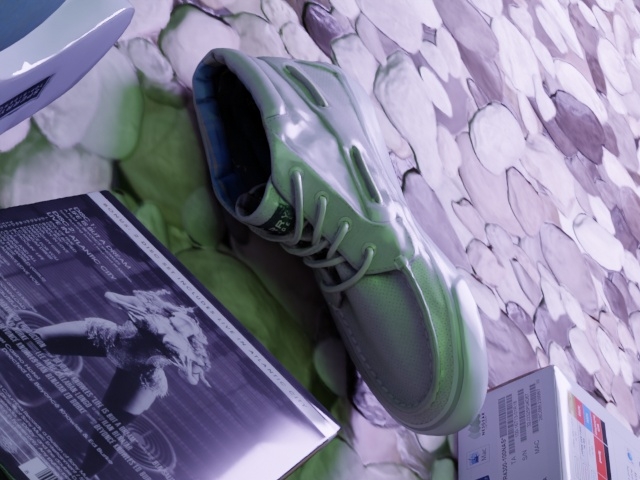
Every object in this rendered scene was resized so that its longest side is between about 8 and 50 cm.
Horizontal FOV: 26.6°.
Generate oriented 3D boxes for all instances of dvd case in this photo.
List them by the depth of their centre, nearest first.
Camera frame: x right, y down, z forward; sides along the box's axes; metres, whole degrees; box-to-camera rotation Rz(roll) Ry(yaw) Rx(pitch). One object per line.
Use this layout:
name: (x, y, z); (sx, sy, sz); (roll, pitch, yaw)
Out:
dvd case: (-0.087, 0.050, 0.545); (0.164, 0.018, 0.221); (44, 19, 9)

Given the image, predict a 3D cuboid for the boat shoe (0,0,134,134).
boat shoe: (-0.180, -0.082, 0.603); (0.084, 0.095, 0.258); (44, 27, -1)

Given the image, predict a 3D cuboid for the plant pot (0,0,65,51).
plant pot: (-0.170, -0.157, 0.438); (0.195, 0.290, 0.290); (29, 41, -60)

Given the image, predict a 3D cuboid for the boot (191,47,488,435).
boot: (0.000, 0.000, 0.803); (0.123, 0.095, 0.258); (4, 53, -48)

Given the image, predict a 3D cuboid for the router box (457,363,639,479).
router box: (0.208, 0.296, 0.859); (0.301, 0.082, 0.335); (41, 36, -31)
